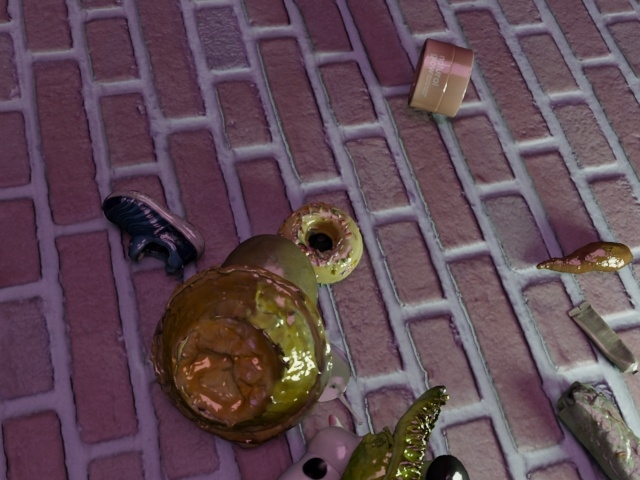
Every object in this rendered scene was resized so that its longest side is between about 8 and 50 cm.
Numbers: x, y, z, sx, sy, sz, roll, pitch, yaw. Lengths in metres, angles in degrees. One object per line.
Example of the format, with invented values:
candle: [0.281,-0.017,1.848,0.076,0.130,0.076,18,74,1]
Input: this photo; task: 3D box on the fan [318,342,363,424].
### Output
fan: [0.019,0.257,1.303,0.113,0.005,0.175,-32,72,-22]

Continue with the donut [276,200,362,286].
donut: [0.000,0.000,1.398,0.174,0.068,0.175,4,63,-8]

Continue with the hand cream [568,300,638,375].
hand cream: [0.553,0.191,1.415,0.057,0.037,0.165,-26,62,-20]

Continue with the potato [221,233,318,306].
potato: [-0.096,0.104,1.283,0.177,0.160,0.235,-17,77,27]

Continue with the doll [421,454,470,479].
doll: [0.164,0.448,1.151,0.135,0.143,0.234,49,46,-29]

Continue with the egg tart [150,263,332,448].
egg tart: [-0.134,0.195,1.169,0.314,0.120,0.315,2,101,8]

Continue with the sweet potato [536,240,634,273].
sweet potato: [0.545,0.034,1.471,0.226,0.068,0.068,-6,64,-11]

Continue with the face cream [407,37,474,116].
face cream: [0.257,-0.350,1.573,0.104,0.149,0.149,15,62,-1]

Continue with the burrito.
burrito: [0.541,0.385,1.289,0.096,0.066,0.309,-30,71,-16]

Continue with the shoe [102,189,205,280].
shoe: [-0.316,-0.011,1.338,0.207,0.091,0.106,33,57,5]

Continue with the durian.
durian: [0.095,0.366,1.104,0.132,0.107,0.375,5,51,43]

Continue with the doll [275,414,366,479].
doll: [0.001,0.382,1.182,0.110,0.107,0.180,27,53,29]
